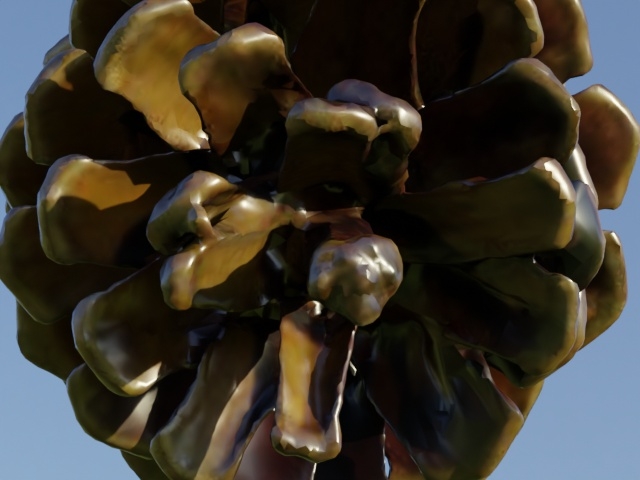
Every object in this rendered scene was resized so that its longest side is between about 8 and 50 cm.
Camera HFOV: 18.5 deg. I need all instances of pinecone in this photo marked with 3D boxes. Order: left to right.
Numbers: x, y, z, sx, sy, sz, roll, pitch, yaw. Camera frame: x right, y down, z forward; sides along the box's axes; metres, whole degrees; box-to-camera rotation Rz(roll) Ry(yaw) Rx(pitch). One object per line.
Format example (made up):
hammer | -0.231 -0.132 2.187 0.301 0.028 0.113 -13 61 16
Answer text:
pinecone | 0.000 0.000 1.017 0.384 0.384 0.384 2 -24 1
